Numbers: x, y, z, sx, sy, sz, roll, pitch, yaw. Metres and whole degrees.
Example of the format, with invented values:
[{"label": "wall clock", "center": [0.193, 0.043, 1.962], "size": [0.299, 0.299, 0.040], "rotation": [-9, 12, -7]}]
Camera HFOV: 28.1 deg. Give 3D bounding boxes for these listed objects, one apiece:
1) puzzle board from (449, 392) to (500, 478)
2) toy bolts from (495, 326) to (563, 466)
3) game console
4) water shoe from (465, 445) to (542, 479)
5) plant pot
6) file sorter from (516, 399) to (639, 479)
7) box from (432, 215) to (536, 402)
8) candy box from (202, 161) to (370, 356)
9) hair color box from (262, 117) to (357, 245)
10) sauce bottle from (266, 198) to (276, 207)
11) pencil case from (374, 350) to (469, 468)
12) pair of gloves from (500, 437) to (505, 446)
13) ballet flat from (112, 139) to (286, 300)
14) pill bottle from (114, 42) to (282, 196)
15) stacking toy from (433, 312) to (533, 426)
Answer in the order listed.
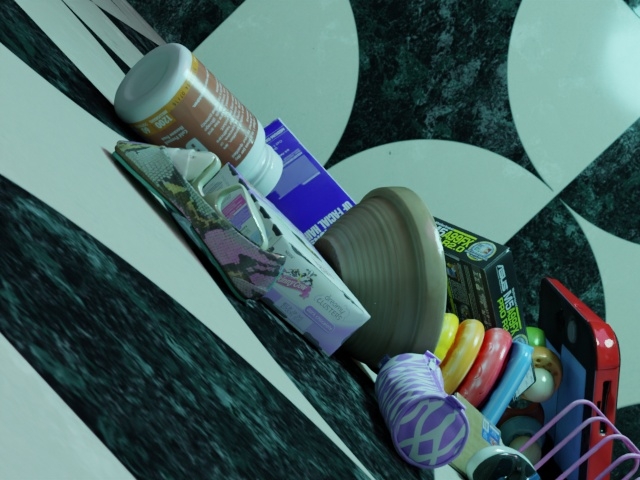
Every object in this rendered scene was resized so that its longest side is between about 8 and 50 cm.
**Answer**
[{"label": "puzzle board", "center": [0.198, 0.266, 1.651], "size": [0.128, 0.011, 0.096], "rotation": [43, 45, -44]}, {"label": "toy bolts", "center": [0.332, 0.299, 2.301], "size": [0.158, 0.218, 0.228], "rotation": [-86, 167, -67]}, {"label": "game console", "center": [0.447, 0.293, 2.328], "size": [0.342, 0.060, 0.387], "rotation": [-125, -145, -71]}, {"label": "water shoe", "center": [0.263, 0.332, 1.609], "size": [0.203, 0.073, 0.080], "rotation": [44, 7, -29]}, {"label": "plant pot", "center": [0.053, 0.052, 1.571], "size": [0.109, 0.237, 0.237], "rotation": [0, 27, -22]}, {"label": "file sorter", "center": [0.454, 0.411, 2.025], "size": [0.202, 0.182, 0.291], "rotation": [45, 4, -20]}, {"label": "box", "center": [0.212, 0.096, 1.951], "size": [0.216, 0.060, 0.270], "rotation": [26, -37, 45]}, {"label": "candy box", "center": [-0.049, 0.020, 1.457], "size": [0.165, 0.070, 0.196], "rotation": [44, 4, -34]}, {"label": "hair color box", "center": [0.005, -0.018, 1.966], "size": [0.339, 0.110, 0.185], "rotation": [48, -7, 41]}, {"label": "sauce bottle", "center": [-0.062, -0.014, 1.853], "size": [0.042, 0.042, 0.128], "rotation": [43, 4, -42]}, {"label": "pencil case", "center": [0.111, 0.182, 1.407], "size": [0.086, 0.088, 0.206], "rotation": [47, 5, -10]}, {"label": "pair of gloves", "center": [0.218, 0.258, 2.080], "size": [0.240, 0.042, 0.204], "rotation": [42, 6, -33]}, {"label": "ballet flat", "center": [-0.114, -0.038, 1.289], "size": [0.221, 0.079, 0.077], "rotation": [47, 5, 15]}, {"label": "pill bottle", "center": [-0.148, -0.138, 1.623], "size": [0.216, 0.121, 0.121], "rotation": [44, 5, -35]}, {"label": "stacking toy", "center": [0.130, 0.143, 1.788], "size": [0.302, 0.166, 0.175], "rotation": [32, -5, -1]}]
